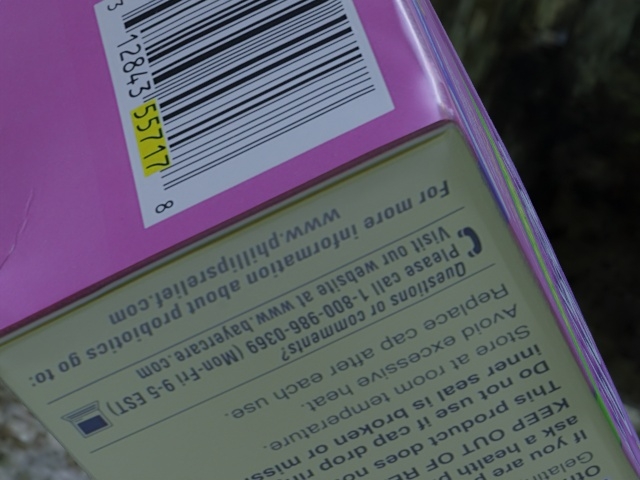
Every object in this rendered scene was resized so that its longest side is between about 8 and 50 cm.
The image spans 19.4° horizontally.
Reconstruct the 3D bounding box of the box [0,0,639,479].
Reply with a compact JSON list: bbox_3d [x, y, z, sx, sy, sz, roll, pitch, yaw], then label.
[{"bbox_3d":[0.000,0.000,0.545,0.117,0.213,0.243,-25,-45,7],"label":"box"}]
